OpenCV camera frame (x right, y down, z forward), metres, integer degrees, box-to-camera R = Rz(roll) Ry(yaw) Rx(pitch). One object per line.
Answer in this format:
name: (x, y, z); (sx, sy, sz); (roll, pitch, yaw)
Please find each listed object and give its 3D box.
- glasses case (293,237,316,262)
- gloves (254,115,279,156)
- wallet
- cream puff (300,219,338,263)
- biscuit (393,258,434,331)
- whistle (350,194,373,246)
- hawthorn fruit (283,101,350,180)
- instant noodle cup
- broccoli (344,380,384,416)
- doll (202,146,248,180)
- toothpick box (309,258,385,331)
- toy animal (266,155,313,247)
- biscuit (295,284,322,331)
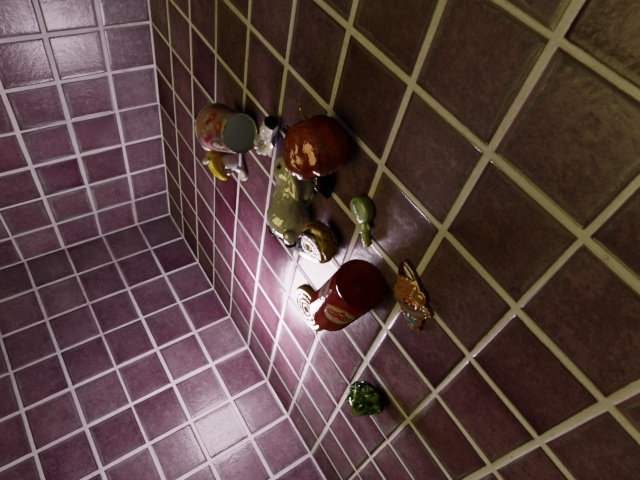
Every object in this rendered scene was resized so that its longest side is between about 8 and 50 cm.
glasses case: (-0.049, 0.043, 2.153); (0.248, 0.065, 0.087); (19, 123, 56)
gloves: (-0.231, -0.454, 2.083); (0.119, 0.097, 0.229); (64, 148, 17)
wallet: (-0.055, -0.311, 1.868); (0.310, 0.042, 0.165); (61, -175, 16)
cream puff: (0.000, 0.000, 1.969); (0.189, 0.129, 0.189); (37, 145, 32)
biscuit: (0.319, 0.198, 1.657); (0.183, 0.043, 0.280); (15, 125, 53)
whistle: (0.154, -0.068, 1.723); (0.104, 0.057, 0.198); (22, 127, 54)
hawthorn fruit: (-0.027, -0.352, 1.651); (0.242, 0.241, 0.272); (8, 117, 59)
instant noodle cup: (-0.445, -0.529, 2.271); (0.231, 0.243, 0.243); (25, 131, 45)
broccoli: (0.200, 0.722, 2.127); (0.195, 0.156, 0.195); (14, 131, 17)
doll: (-0.507, -0.424, 2.468); (0.111, 0.252, 0.237); (-21, 82, 39)
toothpick box: (0.099, 0.226, 1.882); (0.204, 0.204, 0.333); (61, 151, 13)
toy animal: (-0.132, -0.180, 2.034); (0.258, 0.193, 0.357); (-131, 40, -50)
biscuit: (-0.058, 0.352, 2.426); (0.262, 0.037, 0.262); (39, 141, 43)
